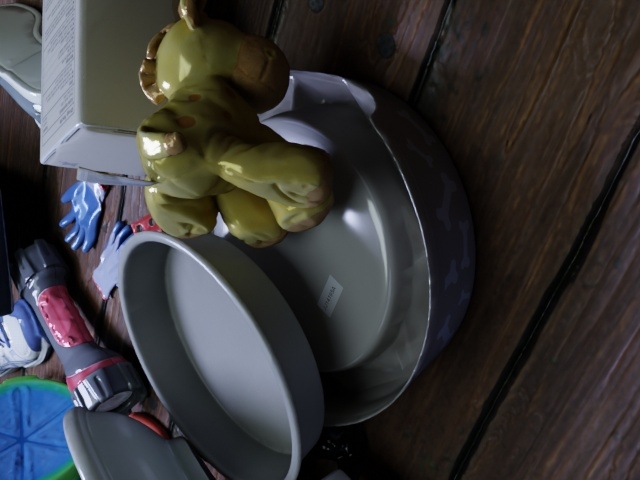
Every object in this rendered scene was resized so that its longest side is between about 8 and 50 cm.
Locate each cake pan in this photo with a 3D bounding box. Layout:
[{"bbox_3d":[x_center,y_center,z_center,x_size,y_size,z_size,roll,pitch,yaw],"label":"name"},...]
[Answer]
[{"bbox_3d":[-0.101,0.116,0.856,0.293,0.054,0.293,31,135,36],"label":"cake pan"}]

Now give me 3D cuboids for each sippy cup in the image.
[{"bbox_3d":[-0.470,0.382,1.380,0.240,0.305,0.224,15,129,12],"label":"sippy cup"}]

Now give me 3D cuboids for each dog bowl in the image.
[{"bbox_3d":[0.000,0.000,0.837,0.348,0.102,0.349,18,116,42],"label":"dog bowl"}]

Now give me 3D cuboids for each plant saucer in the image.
[{"bbox_3d":[-0.138,0.334,0.955,0.400,0.100,0.400,53,168,17],"label":"plant saucer"}]

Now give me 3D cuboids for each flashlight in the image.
[{"bbox_3d":[-0.370,0.129,1.275,0.304,0.103,0.103,55,172,24],"label":"flashlight"}]

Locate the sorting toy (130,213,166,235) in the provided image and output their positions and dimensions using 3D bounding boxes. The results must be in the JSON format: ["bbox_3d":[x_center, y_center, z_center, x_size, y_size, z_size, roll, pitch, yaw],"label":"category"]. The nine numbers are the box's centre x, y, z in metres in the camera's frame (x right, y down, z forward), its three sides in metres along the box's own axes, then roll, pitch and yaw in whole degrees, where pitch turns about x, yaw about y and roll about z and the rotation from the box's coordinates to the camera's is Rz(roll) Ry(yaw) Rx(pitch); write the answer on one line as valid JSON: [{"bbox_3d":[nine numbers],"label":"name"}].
[{"bbox_3d":[-0.165,0.072,1.041,0.132,0.046,0.275,-21,82,29],"label":"sorting toy"}]

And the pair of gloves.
[{"bbox_3d":[-0.317,-0.005,1.227,0.198,0.023,0.159,58,136,17],"label":"pair of gloves"}]

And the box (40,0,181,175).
[{"bbox_3d":[-0.216,-0.237,0.896,0.148,0.121,0.311,-17,72,55],"label":"box"}]

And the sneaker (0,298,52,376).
[{"bbox_3d":[-0.567,0.189,1.473,0.296,0.131,0.112,-35,75,45],"label":"sneaker"}]

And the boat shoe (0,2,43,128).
[{"bbox_3d":[-0.404,-0.235,1.178,0.319,0.116,0.099,41,153,39],"label":"boat shoe"}]

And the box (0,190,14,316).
[{"bbox_3d":[-0.694,-0.010,1.368,0.395,0.293,0.212,25,120,54],"label":"box"}]

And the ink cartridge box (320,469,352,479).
[{"bbox_3d":[0.070,0.421,0.882,0.261,0.066,0.296,39,140,33],"label":"ink cartridge box"}]

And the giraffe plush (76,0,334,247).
[{"bbox_3d":[-0.087,-0.107,0.717,0.181,0.210,0.171,-26,54,51],"label":"giraffe plush"}]

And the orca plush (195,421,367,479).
[{"bbox_3d":[-0.078,0.250,0.997,0.287,0.102,0.151,11,111,44],"label":"orca plush"}]

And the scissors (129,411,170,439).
[{"bbox_3d":[-0.187,0.331,1.198,0.297,0.021,0.109,17,115,43],"label":"scissors"}]
